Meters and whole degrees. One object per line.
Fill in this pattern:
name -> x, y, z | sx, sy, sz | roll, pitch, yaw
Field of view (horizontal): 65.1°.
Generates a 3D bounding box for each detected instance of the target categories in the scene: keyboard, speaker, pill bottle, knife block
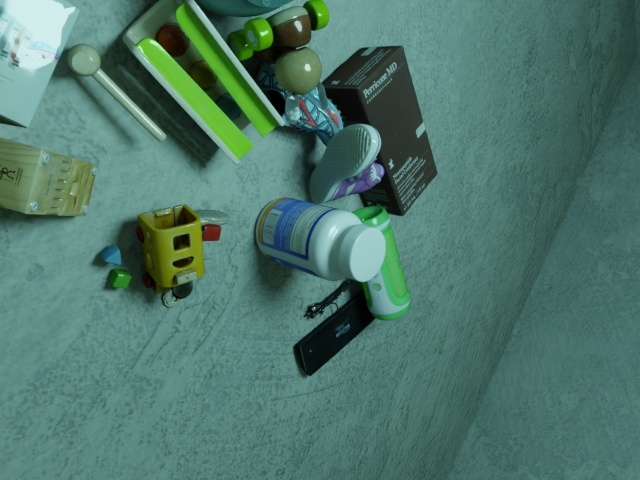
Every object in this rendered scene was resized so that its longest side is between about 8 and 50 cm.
keyboard -> 0.046, 0.212, 1.375 | 0.317, 0.033, 0.201 | -34, 126, -37
speaker -> 0.156, 0.063, 1.350 | 0.131, 0.131, 0.296 | -34, 116, -36
pill bottle -> 0.000, 0.000, 1.075 | 0.152, 0.272, 0.152 | -18, 115, -43
knife block -> -0.476, -0.107, 0.687 | 0.276, 0.242, 0.088 | -139, -115, -86

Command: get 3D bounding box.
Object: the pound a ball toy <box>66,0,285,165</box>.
pound a ball toy -> -0.241, -0.267, 0.865 | 0.208, 0.136, 0.319 | -41, 134, 2

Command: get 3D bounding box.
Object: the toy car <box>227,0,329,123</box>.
toy car -> -0.053, -0.320, 0.926 | 0.155, 0.149, 0.188 | -31, 110, -26

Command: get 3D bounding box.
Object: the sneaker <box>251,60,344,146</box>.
sneaker -> -0.056, -0.279, 1.073 | 0.262, 0.104, 0.125 | 45, 74, -34

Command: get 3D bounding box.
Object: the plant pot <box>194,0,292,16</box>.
plant pot -> -0.112, -0.483, 0.780 | 0.293, 0.196, 0.293 | -23, 139, -21

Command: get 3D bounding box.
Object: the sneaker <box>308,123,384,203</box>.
sneaker -> 0.092, -0.179, 1.127 | 0.161, 0.282, 0.102 | -12, 78, -26

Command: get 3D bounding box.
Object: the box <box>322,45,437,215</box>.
box -> 0.158, -0.268, 1.265 | 0.191, 0.143, 0.381 | -49, 131, -25

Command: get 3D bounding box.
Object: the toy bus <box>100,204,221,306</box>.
toy bus -> -0.261, 0.039, 0.902 | 0.191, 0.104, 0.202 | -54, 136, -2

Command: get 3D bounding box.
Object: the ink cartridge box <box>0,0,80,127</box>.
ink cartridge box -> -0.424, -0.255, 0.646 | 0.127, 0.128, 0.176 | 28, 80, -48

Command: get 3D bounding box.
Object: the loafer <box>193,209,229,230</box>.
loafer -> -0.240, -0.036, 0.984 | 0.125, 0.045, 0.039 | -3, 121, -40
